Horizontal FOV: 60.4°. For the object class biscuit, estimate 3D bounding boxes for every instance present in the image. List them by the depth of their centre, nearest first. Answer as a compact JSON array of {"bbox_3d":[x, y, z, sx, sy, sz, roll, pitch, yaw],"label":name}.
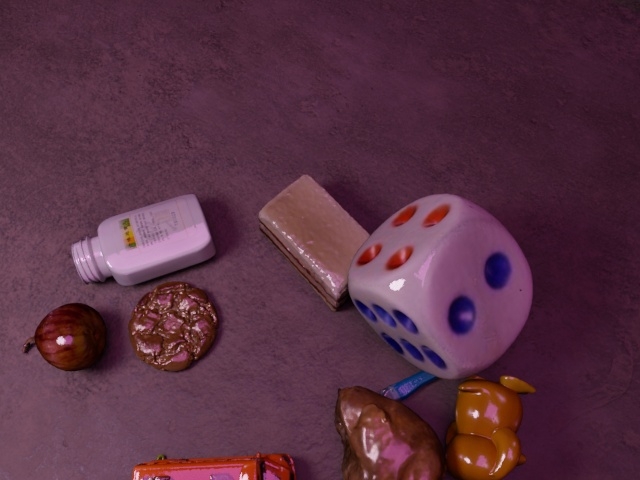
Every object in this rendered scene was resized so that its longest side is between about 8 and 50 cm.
[{"bbox_3d":[-0.355,0.203,1.329,0.225,0.042,0.226,1,63,-3],"label":"biscuit"}]

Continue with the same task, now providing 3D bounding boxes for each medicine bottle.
[{"bbox_3d":[-0.439,0.008,1.373,0.323,0.124,0.179,-19,62,-14],"label":"medicine bottle"}]

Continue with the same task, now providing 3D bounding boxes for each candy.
[{"bbox_3d":[0.000,0.000,1.398,0.179,0.135,0.321,-37,72,-20],"label":"candy"}]

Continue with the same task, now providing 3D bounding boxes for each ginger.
[{"bbox_3d":[0.148,0.439,1.159,0.222,0.200,0.270,-3,65,-3],"label":"ginger"}]

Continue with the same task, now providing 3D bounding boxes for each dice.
[{"bbox_3d":[0.266,0.100,1.237,0.304,0.276,0.304,-45,111,-18],"label":"dice"}]

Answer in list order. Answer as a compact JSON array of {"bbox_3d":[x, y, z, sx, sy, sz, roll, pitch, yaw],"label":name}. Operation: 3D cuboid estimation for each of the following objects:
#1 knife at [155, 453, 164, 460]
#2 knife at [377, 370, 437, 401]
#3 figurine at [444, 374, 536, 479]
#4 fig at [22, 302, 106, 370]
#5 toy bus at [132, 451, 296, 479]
[{"bbox_3d":[-0.371,0.551,1.172,0.022,0.026,0.184,34,57,-31],"label":"knife"},{"bbox_3d":[0.254,0.329,1.317,0.296,0.026,0.044,-21,70,-16],"label":"knife"},{"bbox_3d":[0.356,0.408,1.195,0.214,0.215,0.229,1,76,-3],"label":"figurine"},{"bbox_3d":[-0.578,0.211,1.255,0.201,0.148,0.149,25,43,26],"label":"fig"},{"bbox_3d":[-0.212,0.514,1.128,0.328,0.153,0.143,0,65,-5],"label":"toy bus"}]
